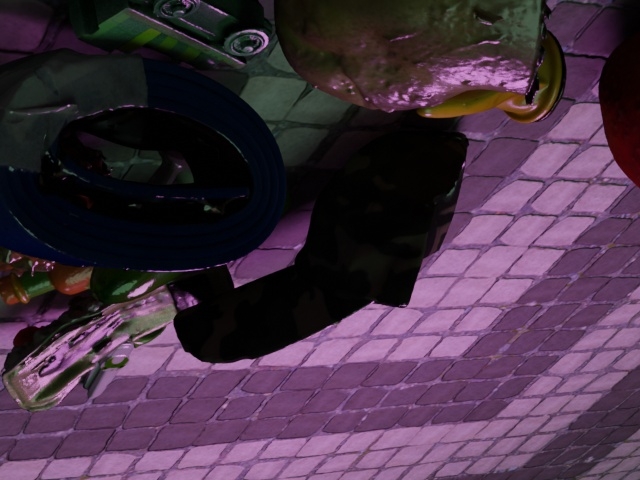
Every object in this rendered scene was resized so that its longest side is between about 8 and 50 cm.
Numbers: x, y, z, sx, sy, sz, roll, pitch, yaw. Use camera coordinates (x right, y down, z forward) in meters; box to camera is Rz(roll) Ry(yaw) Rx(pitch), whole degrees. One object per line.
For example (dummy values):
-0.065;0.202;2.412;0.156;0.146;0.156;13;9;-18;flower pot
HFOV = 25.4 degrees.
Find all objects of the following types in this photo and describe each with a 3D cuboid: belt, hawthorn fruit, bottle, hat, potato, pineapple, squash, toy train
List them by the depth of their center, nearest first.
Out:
0.074;-0.255;1.338;0.237;0.301;0.288;-2;116;-3;potato
-0.139;-0.225;1.408;0.132;0.083;0.200;-25;153;28;toy train
-0.195;-0.075;1.415;0.347;0.212;0.117;8;178;-41;belt
-0.294;-0.044;1.521;0.193;0.166;0.166;-17;156;-45;pineapple
-0.154;-0.012;1.695;0.292;0.082;0.082;-30;158;-30;squash
0.484;-0.143;1.723;0.265;0.307;0.265;-23;156;-11;hawthorn fruit
-0.302;0.032;1.734;0.187;0.069;0.069;-20;151;-1;bottle
0.000;0.000;1.761;0.382;0.257;0.366;-4;-174;6;hat

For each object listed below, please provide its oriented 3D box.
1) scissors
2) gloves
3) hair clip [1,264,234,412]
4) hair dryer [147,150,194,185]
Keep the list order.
-0.293;0.162;2.000;0.101;0.027;0.204;2;142;-33;scissors
0.125;-0.189;1.587;0.294;0.116;0.133;-3;180;-33;gloves
-0.273;0.098;1.849;0.321;0.091;0.138;-29;144;-11;hair clip
-0.178;-0.048;1.613;0.199;0.067;0.167;-65;170;-6;hair dryer
